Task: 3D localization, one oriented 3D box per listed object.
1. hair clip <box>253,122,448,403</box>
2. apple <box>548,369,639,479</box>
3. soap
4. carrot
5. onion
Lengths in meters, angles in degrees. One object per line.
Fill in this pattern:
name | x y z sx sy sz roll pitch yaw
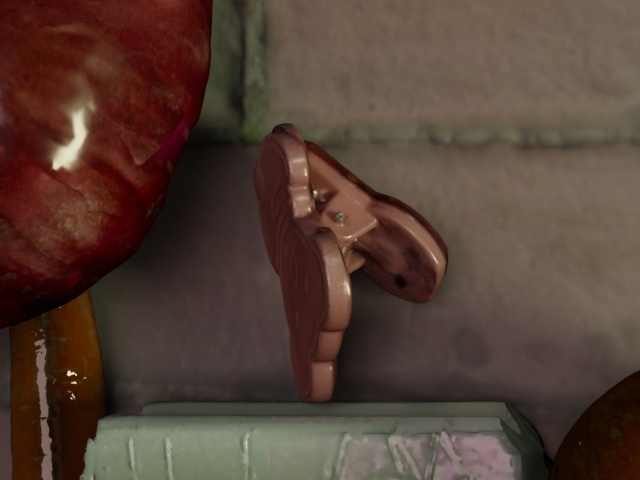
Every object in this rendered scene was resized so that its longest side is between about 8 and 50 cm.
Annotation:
hair clip | -0.008 0.005 0.700 0.138 0.123 0.102 41 56 16
apple | 0.197 0.135 0.592 0.146 0.163 0.147 -25 57 -19
soap | -0.002 0.168 0.696 0.261 0.094 0.150 -3 86 18
carrot | -0.162 0.144 0.768 0.067 0.067 0.225 -6 84 18
onion | -0.242 -0.113 0.693 0.347 0.285 0.348 -9 66 22
